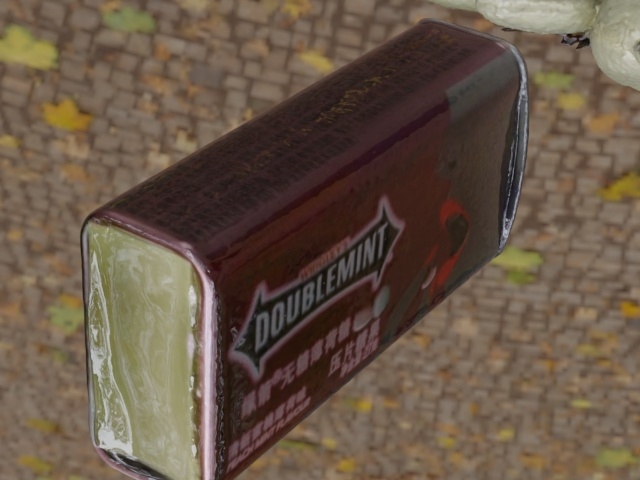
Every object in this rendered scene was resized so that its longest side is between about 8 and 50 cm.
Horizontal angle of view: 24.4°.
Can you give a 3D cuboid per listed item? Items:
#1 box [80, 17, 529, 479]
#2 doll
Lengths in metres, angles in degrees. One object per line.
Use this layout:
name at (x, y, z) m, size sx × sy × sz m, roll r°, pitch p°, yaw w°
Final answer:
box at (0.000, 0.000, 0.600) m, size 0.069 × 0.224 × 0.120 m, roll 23°, pitch 125°, yaw 28°
doll at (0.207, -0.193, 1.198) m, size 0.278 × 0.175 × 0.149 m, roll 20°, pitch 151°, yaw 28°
